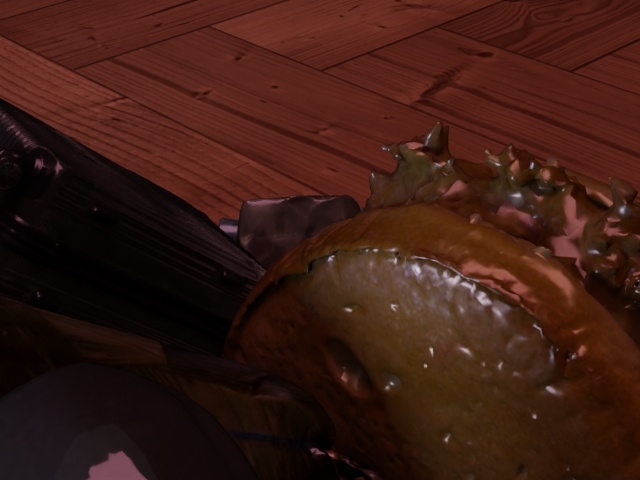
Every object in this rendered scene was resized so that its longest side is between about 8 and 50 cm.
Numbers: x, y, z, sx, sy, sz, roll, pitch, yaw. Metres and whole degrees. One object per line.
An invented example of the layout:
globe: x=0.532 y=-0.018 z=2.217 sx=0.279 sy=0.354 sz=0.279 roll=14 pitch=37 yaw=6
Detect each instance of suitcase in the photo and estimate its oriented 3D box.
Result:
suitcase: x=-0.203 y=-0.003 z=1.003 sx=0.312 sy=0.128 sz=0.202 roll=29 pitch=6 yaw=-44

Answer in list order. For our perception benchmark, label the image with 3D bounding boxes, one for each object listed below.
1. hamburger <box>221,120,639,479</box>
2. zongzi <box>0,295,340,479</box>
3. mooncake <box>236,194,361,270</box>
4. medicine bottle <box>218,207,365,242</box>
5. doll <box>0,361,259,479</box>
hamburger: x=0.152 y=0.058 z=0.894 sx=0.445 sy=0.287 sz=0.268 roll=25 pitch=37 yaw=32
zongzi: x=-0.213 y=0.066 z=0.788 sx=0.403 sy=0.432 sz=0.208 roll=-16 pitch=-10 yaw=-31
mooncake: x=-0.016 y=0.020 z=1.121 sx=0.130 sy=0.125 sz=0.073 roll=-4 pitch=-3 yaw=-8
medicine bottle: x=0.000 y=0.000 z=1.203 sx=0.208 sy=0.053 sz=0.090 roll=1 pitch=33 yaw=5
doll: x=-0.115 y=0.280 z=0.452 sx=0.382 sy=0.378 sz=0.252 roll=37 pitch=21 yaw=21
